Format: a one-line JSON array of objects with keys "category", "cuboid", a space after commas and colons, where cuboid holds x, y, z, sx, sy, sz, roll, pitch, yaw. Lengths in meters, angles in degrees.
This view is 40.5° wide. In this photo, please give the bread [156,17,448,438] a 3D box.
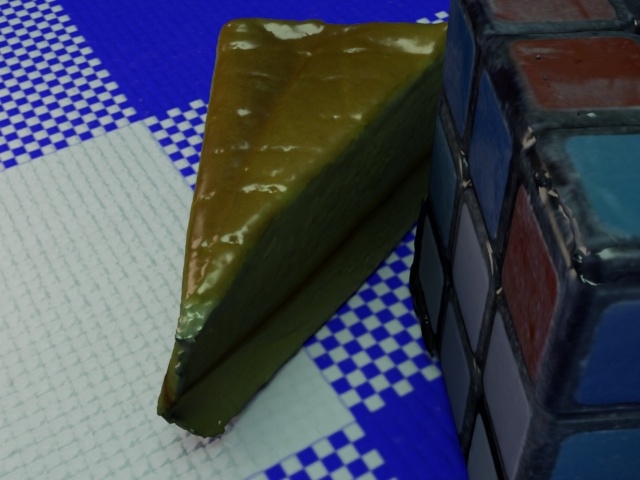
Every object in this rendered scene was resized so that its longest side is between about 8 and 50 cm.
[{"category": "bread", "cuboid": [0.000, 0.000, 0.770, 0.245, 0.233, 0.361, 3, 51, 3]}]

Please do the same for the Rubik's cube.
[{"category": "Rubik's cube", "cuboid": [0.279, 0.012, 0.654, 0.359, 0.363, 0.362, 0, 43, -3]}]
